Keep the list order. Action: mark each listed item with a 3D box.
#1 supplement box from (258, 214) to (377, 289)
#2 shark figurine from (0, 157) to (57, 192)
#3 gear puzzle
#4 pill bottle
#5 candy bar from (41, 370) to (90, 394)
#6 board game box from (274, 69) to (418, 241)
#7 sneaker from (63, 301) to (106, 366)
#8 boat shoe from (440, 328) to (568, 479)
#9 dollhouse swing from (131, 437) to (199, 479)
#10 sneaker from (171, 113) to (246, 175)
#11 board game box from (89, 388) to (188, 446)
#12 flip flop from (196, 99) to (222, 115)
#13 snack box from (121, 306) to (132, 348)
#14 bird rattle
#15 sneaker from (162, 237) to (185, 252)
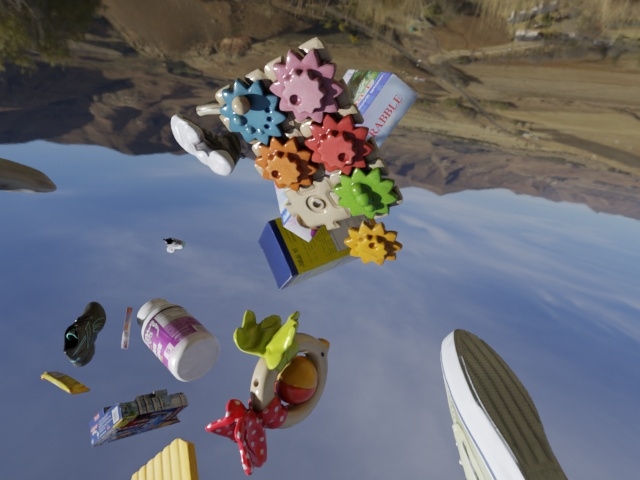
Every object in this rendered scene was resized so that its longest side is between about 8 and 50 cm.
[{"bbox_3d":[0.000,0.000,1.377,0.357,0.194,0.195,-20,168,-23],"label":"supplement box"},{"bbox_3d":[-0.558,-0.079,0.588,0.166,0.116,0.278,47,-137,-14],"label":"shark figurine"},{"bbox_3d":[0.006,-0.073,0.543,0.176,0.338,0.044,-13,-141,30],"label":"gear puzzle"},{"bbox_3d":[-0.485,0.316,1.352,0.302,0.169,0.169,28,-158,36],"label":"pill bottle"},{"bbox_3d":[-0.574,0.317,0.909,0.162,0.018,0.040,3,178,35],"label":"candy bar"},{"bbox_3d":[0.023,-0.195,0.835,0.066,0.318,0.318,32,-166,-21],"label":"board game box"},{"bbox_3d":[-0.898,0.338,1.544,0.101,0.106,0.267,-16,-131,5],"label":"sneaker"},{"bbox_3d":[0.197,0.243,0.450,0.109,0.094,0.302,16,-142,-27],"label":"boat shoe"},{"bbox_3d":[-0.491,0.724,1.036,0.315,0.347,0.304,29,-157,-56],"label":"dollhouse swing"},{"bbox_3d":[-0.390,-0.355,1.442,0.269,0.101,0.153,42,-139,-8],"label":"sneaker"},{"bbox_3d":[-0.400,0.399,0.944,0.194,0.194,0.060,8,-130,-46],"label":"board game box"},{"bbox_3d":[-0.223,-0.353,1.131,0.277,0.080,0.112,4,-154,23],"label":"flip flop"},{"bbox_3d":[-0.668,0.299,1.403,0.022,0.064,0.178,6,-165,-23],"label":"snack box"},{"bbox_3d":[-0.061,0.246,0.686,0.143,0.253,0.207,-5,165,44],"label":"bird rattle"},{"bbox_3d":[-0.546,0.011,1.469,0.098,0.038,0.069,-21,146,33],"label":"sneaker"}]
